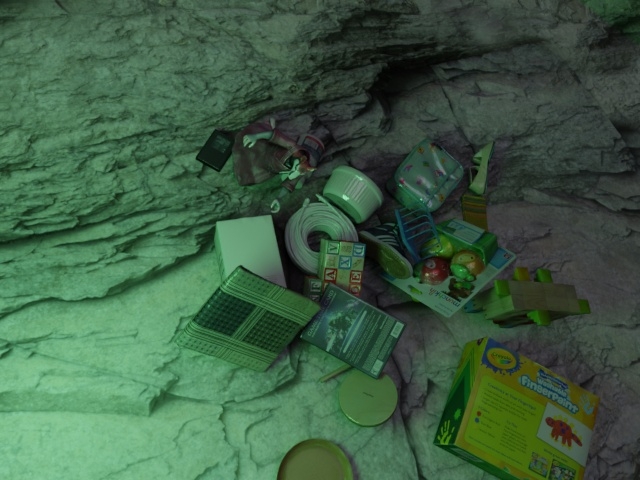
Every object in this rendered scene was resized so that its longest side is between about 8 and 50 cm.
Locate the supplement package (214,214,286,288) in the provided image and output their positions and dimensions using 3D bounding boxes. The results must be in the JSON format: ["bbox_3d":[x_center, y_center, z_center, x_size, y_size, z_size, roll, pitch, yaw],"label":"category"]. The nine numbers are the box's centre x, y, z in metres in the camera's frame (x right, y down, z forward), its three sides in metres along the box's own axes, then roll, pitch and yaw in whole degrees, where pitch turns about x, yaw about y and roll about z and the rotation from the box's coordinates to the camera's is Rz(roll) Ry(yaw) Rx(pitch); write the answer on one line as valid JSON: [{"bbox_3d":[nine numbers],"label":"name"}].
[{"bbox_3d":[-0.221,0.092,1.696,0.177,0.175,0.293,-8,73,-16],"label":"supplement package"}]

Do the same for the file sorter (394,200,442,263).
[{"bbox_3d":[0.333,-0.033,1.827,0.118,0.104,0.170,53,21,-34],"label":"file sorter"}]

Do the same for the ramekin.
[{"bbox_3d":[0.105,-0.151,1.871,0.207,0.207,0.109,36,74,-1],"label":"ramekin"}]

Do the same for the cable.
[{"bbox_3d":[0.000,0.000,1.843,0.257,0.089,0.257,37,66,-1],"label":"cable"}]

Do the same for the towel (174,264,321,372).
[{"bbox_3d":[-0.202,0.234,1.567,0.324,0.312,0.056,30,18,-35],"label":"towel"}]

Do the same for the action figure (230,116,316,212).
[{"bbox_3d":[-0.132,-0.258,1.779,0.275,0.370,0.248,-30,121,-38],"label":"action figure"}]

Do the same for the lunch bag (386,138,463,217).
[{"bbox_3d":[0.403,-0.235,2.034,0.224,0.108,0.279,41,65,2],"label":"lunch bag"}]

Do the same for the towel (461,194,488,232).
[{"bbox_3d":[0.599,-0.061,2.075,0.102,0.021,0.238,4,70,-14],"label":"towel"}]

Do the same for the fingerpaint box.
[{"bbox_3d":[0.642,0.587,1.770,0.444,0.163,0.371,28,66,-5],"label":"fingerpaint box"}]

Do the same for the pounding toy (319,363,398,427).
[{"bbox_3d":[0.135,0.491,1.708,0.182,0.110,0.237,-34,55,-17],"label":"pounding toy"}]

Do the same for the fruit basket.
[{"bbox_3d":[0.424,0.073,1.838,0.352,0.166,0.327,-31,40,-24],"label":"fruit basket"}]

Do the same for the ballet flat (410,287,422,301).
[{"bbox_3d":[0.428,0.176,1.906,0.230,0.077,0.077,-7,79,-19],"label":"ballet flat"}]

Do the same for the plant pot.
[{"bbox_3d":[-0.019,0.712,1.605,0.236,0.032,0.237,6,68,-14],"label":"plant pot"}]

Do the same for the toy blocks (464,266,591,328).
[{"bbox_3d":[0.684,0.229,1.876,0.380,0.261,0.191,5,67,-22],"label":"toy blocks"}]

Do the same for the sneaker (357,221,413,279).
[{"bbox_3d":[0.253,0.024,1.841,0.153,0.099,0.282,-20,36,-27],"label":"sneaker"}]

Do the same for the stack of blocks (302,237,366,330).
[{"bbox_3d":[0.037,0.146,1.733,0.171,0.087,0.298,6,95,-14],"label":"stack of blocks"}]

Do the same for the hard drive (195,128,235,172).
[{"bbox_3d":[-0.361,-0.314,1.890,0.094,0.022,0.135,29,65,-4],"label":"hard drive"}]

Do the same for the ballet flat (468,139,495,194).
[{"bbox_3d":[0.635,-0.298,2.146,0.086,0.086,0.249,21,67,-8],"label":"ballet flat"}]

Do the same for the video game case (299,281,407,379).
[{"bbox_3d":[0.101,0.278,1.671,0.274,0.026,0.196,29,89,0],"label":"video game case"}]

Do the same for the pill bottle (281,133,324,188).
[{"bbox_3d":[-0.067,-0.278,1.915,0.107,0.108,0.180,27,66,-5],"label":"pill bottle"}]
